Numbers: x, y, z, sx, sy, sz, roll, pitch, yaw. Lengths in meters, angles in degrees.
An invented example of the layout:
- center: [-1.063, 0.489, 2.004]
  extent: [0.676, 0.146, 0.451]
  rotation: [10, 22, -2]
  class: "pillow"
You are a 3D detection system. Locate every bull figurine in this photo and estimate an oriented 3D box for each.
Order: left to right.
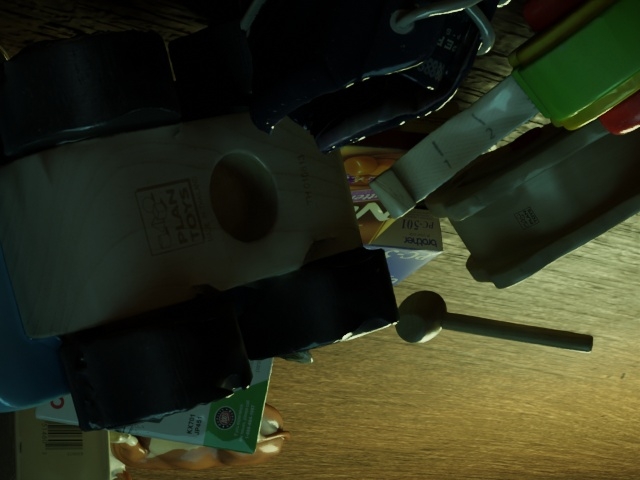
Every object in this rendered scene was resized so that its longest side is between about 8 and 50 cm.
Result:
- center: [-0.199, 0.249, 1.735]
  extent: [0.310, 0.101, 0.188]
  rotation: [-10, 156, 11]
  class: "bull figurine"

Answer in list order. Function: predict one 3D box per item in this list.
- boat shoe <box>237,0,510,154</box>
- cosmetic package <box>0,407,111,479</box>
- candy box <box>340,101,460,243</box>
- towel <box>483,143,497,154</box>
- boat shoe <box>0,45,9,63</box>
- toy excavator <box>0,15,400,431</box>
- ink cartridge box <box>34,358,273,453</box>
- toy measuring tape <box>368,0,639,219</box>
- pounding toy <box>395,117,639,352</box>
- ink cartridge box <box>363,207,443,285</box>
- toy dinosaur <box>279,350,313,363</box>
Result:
- center: [0.084, -0.165, 0.700]
  extent: [0.127, 0.158, 0.340]
  rotation: [13, 152, -39]
  class: "boat shoe"
- center: [-0.354, 0.264, 1.657]
  extent: [0.113, 0.160, 0.309]
  rotation: [3, 157, -23]
  class: "cosmetic package"
- center: [0.028, -0.055, 1.105]
  extent: [0.109, 0.053, 0.187]
  rotation: [3, 158, -23]
  class: "candy box"
- center: [0.126, -0.063, 1.165]
  extent: [0.060, 0.009, 0.083]
  rotation: [-9, 158, 7]
  class: "towel"
- center: [-0.238, -0.099, 0.939]
  extent: [0.049, 0.043, 0.137]
  rotation: [-3, 157, -2]
  class: "boat shoe"
- center: [-0.238, 0.024, 0.895]
  extent: [0.445, 0.222, 0.433]
  rotation: [-15, -179, 44]
  class: "toy excavator"
- center: [-0.149, 0.100, 1.239]
  extent: [0.208, 0.153, 0.087]
  rotation: [10, -164, -5]
  class: "ink cartridge box"
- center: [0.143, -0.097, 0.902]
  extent: [0.121, 0.121, 0.330]
  rotation: [17, 138, -44]
  class: "toy measuring tape"
- center: [0.183, -0.006, 1.051]
  extent: [0.269, 0.155, 0.154]
  rotation: [-32, -172, 15]
  class: "pounding toy"
- center: [0.000, 0.000, 1.241]
  extent: [0.207, 0.046, 0.097]
  rotation: [5, 157, -25]
  class: "ink cartridge box"
- center: [-0.155, 0.100, 1.401]
  extent: [0.314, 0.121, 0.160]
  rotation: [-4, 147, 9]
  class: "toy dinosaur"
